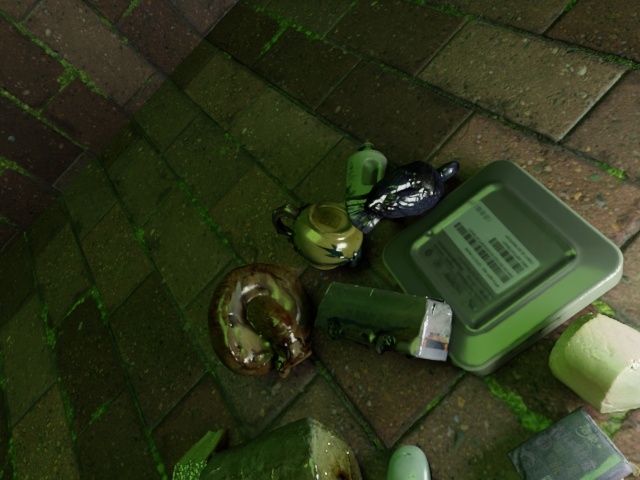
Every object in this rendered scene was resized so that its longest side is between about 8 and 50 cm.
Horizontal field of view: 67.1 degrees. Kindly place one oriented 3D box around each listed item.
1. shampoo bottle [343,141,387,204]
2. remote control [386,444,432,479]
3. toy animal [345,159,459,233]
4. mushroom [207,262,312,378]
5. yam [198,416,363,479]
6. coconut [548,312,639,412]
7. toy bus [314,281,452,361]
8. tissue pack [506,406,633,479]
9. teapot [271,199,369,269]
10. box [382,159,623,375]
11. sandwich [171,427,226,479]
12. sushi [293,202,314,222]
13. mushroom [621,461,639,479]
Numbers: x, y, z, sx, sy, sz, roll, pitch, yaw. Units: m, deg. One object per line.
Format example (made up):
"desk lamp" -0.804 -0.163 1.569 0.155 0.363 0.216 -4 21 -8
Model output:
"shampoo bottle" 0.121 -0.166 1.295 0.118 0.087 0.234 -13 57 32
"remote control" 0.162 0.515 0.889 0.097 0.045 0.256 -12 60 28
"toy animal" 0.196 -0.110 1.126 0.185 0.298 0.122 -26 84 56
"mushroom" -0.138 0.204 1.172 0.263 0.195 0.283 -21 47 -25
"yam" -0.078 0.483 0.976 0.300 0.195 0.195 -26 52 20
"coconut" 0.477 0.207 0.797 0.147 0.147 0.152 -50 46 -2
"toy bus" 0.122 0.167 1.028 0.317 0.112 0.138 6 80 49
"tissue pack" 0.407 0.366 0.797 0.156 0.051 0.112 -39 34 11
"teapot" 0.000 0.000 1.209 0.269 0.183 0.173 20 46 6
"box" 0.353 0.043 1.015 0.373 0.090 0.367 -39 48 7
"sandwich" -0.281 0.570 1.124 0.094 0.096 0.258 -11 60 22
"sushi" -0.025 -0.041 1.317 0.098 0.094 0.084 -46 51 -5
"mushroom" 0.464 0.388 0.779 0.101 0.019 0.049 -39 49 9
